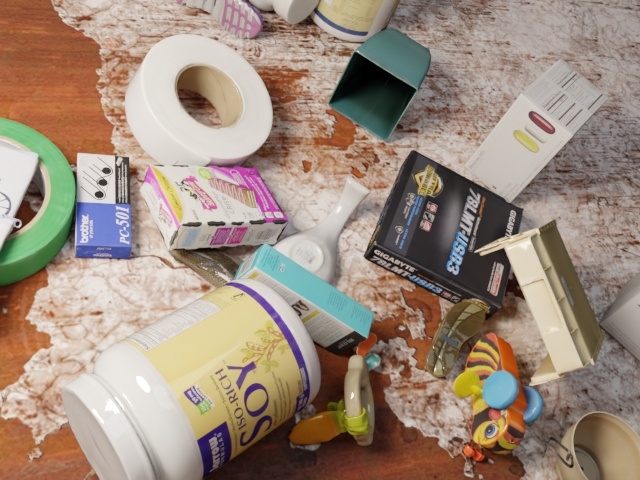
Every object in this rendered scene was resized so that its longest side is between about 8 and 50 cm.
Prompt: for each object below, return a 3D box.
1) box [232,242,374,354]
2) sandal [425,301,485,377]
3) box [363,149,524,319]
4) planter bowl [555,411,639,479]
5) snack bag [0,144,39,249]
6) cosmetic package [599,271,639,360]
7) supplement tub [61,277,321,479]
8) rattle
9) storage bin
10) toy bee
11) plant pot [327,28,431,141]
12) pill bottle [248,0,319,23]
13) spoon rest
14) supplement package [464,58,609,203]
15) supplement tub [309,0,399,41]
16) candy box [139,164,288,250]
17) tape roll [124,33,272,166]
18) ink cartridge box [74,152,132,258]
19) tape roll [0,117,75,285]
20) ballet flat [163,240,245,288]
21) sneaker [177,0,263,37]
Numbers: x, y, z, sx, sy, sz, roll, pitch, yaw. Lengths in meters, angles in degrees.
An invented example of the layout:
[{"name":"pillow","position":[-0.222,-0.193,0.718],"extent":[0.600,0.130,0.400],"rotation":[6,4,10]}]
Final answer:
[{"name":"box","position":[-0.031,0.109,1.294],"extent":[0.244,0.100,0.060],"rotation":[34,50,-16]},{"name":"sandal","position":[0.259,0.194,1.423],"extent":[0.072,0.049,0.180],"rotation":[32,67,8]},{"name":"box","position":[0.274,-0.018,1.552],"extent":[0.293,0.073,0.295],"rotation":[27,53,-2]},{"name":"planter bowl","position":[0.505,0.411,1.331],"extent":[0.162,0.109,0.162],"rotation":[10,55,-14]},{"name":"snack bag","position":[-0.647,-0.063,1.148],"extent":[0.323,0.037,0.342],"rotation":[17,53,-10]},{"name":"cosmetic package","position":[0.741,0.150,1.569],"extent":[0.151,0.151,0.184],"rotation":[44,53,11]},{"name":"supplement tub","position":[-0.191,0.226,1.100],"extent":[0.331,0.241,0.241],"rotation":[-29,72,-34]},{"name":"rattle","position":[0.032,0.265,1.282],"extent":[0.130,0.143,0.199],"rotation":[43,34,-41]},{"name":"storage bin","position":[0.421,0.109,1.371],"extent":[0.260,0.123,0.262],"rotation":[-14,82,-63]},{"name":"toy bee","position":[0.311,0.311,1.308],"extent":[0.195,0.162,0.298],"rotation":[43,20,-9]},{"name":"plant pot","position":[0.159,-0.390,1.700],"extent":[0.166,0.165,0.234],"rotation":[32,46,1]},{"name":"pill bottle","position":[-0.148,-0.672,1.749],"extent":[0.318,0.176,0.176],"rotation":[43,53,12]},{"name":"spoon rest","position":[0.000,0.000,1.440],"extent":[0.137,0.084,0.276],"rotation":[35,66,5]},{"name":"supplement package","position":[0.492,-0.248,1.667],"extent":[0.145,0.262,0.204],"rotation":[43,53,10]},{"name":"supplement tub","position":[0.112,-0.672,1.768],"extent":[0.228,0.316,0.228],"rotation":[10,55,-15]},{"name":"candy box","position":[-0.198,-0.065,1.352],"extent":[0.234,0.071,0.159],"rotation":[-5,49,-39]},{"name":"tape roll","position":[-0.242,-0.267,1.454],"extent":[0.286,0.100,0.286],"rotation":[16,60,-30]},{"name":"ink cartridge box","position":[-0.401,-0.065,1.334],"extent":[0.097,0.046,0.207],"rotation":[3,57,-20]},{"name":"tape roll","position":[-0.593,-0.072,1.245],"extent":[0.321,0.077,0.321],"rotation":[10,56,-15]},{"name":"ballet flat","position":[-0.187,0.059,1.336],"extent":[0.250,0.058,0.084],"rotation":[35,35,-4]},{"name":"sneaker","position":[-0.231,-0.574,1.716],"extent":[0.236,0.095,0.104],"rotation":[32,45,2]}]
